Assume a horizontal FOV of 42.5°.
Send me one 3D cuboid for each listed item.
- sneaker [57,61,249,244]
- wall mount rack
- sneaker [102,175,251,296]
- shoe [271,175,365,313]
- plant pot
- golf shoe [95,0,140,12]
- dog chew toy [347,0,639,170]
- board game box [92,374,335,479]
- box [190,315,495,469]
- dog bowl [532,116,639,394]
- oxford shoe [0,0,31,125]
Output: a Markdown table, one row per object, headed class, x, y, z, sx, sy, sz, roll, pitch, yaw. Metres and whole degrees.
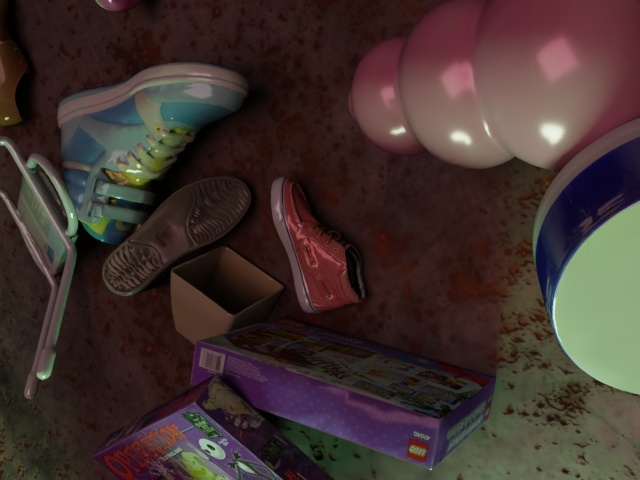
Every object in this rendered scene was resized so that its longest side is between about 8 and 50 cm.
| class | x | y | z | sx | sy | sz | roll | pitch | yaw |
| --- | --- | --- | --- | --- | --- | --- | --- | --- | --- |
| sneaker | -0.220 | -0.103 | 1.069 | 0.319 | 0.127 | 0.208 | -8 | 77 | 37 |
| wall mount rack | -0.396 | 0.038 | 1.103 | 0.304 | 0.130 | 0.350 | 61 | 152 | 4 |
| sneaker | -0.190 | -0.008 | 1.111 | 0.222 | 0.118 | 0.083 | -35 | 88 | -3 |
| shoe | 0.000 | 0.000 | 1.018 | 0.081 | 0.063 | 0.178 | -14 | 94 | 27 |
| plant pot | -0.132 | 0.087 | 1.074 | 0.109 | 0.109 | 0.096 | 34 | 123 | 21 |
| golf shoe | -0.303 | -0.450 | 1.117 | 0.140 | 0.115 | 0.306 | -10 | 84 | 39 |
| dog chew toy | 0.175 | -0.165 | 0.838 | 0.331 | 0.206 | 0.207 | -4 | 93 | 36 |
| board game box | -0.137 | 0.284 | 1.003 | 0.208 | 0.056 | 0.347 | 46 | 141 | -7 |
| box | 0.030 | 0.161 | 0.937 | 0.293 | 0.201 | 0.057 | 14 | 100 | 26 |
| dog bowl | 0.331 | 0.018 | 0.739 | 0.264 | 0.104 | 0.265 | 2 | 129 | 3 |
| oxford shoe | -0.477 | -0.278 | 1.249 | 0.076 | 0.076 | 0.212 | -1 | 92 | -2 |
